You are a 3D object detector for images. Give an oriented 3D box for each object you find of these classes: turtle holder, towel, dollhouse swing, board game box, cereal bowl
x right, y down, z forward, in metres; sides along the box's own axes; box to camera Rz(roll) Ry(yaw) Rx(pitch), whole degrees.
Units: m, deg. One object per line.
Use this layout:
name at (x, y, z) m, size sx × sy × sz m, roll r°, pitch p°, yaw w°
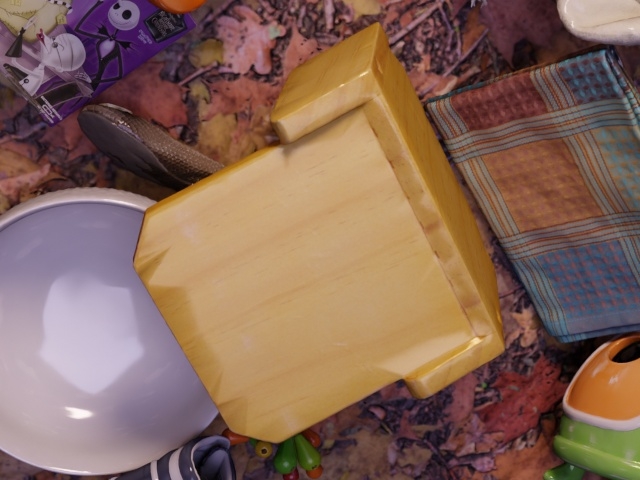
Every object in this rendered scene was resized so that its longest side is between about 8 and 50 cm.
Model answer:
turtle holder at (0.460, 0.239, 1.481) m, size 0.320 × 0.243 × 0.227 m, roll 16°, pitch 86°, yaw -5°
towel at (0.306, -0.039, 1.384) m, size 0.370 × 0.271 × 0.040 m, roll 57°, pitch 47°, yaw -19°
dollhouse swing at (0.000, 0.000, 1.328) m, size 0.305 × 0.315 × 0.347 m, roll -24°, pitch 109°, yaw 14°
board game box at (-0.305, -0.300, 1.226) m, size 0.208 × 0.056 × 0.347 m, roll -38°, pitch 130°, yaw -1°
cereal bowl at (-0.262, 0.094, 1.361) m, size 0.339 × 0.141 × 0.339 m, roll -3°, pitch 106°, yaw -9°

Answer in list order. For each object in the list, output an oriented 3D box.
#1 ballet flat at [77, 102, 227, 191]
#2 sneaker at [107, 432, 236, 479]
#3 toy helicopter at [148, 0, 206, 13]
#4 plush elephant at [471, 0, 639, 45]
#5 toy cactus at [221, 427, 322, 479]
ballet flat at (-0.165, -0.093, 1.367) m, size 0.250 × 0.084 × 0.058 m, roll 30°, pitch 66°, yaw -16°
sneaker at (-0.136, 0.312, 1.394) m, size 0.153 × 0.099 × 0.282 m, roll -29°, pitch 152°, yaw 12°
toy helicopter at (-0.076, -0.371, 1.216) m, size 0.355 × 0.140 × 0.235 m, roll -14°, pitch 121°, yaw -40°
plush elephant at (0.318, -0.350, 1.275) m, size 0.255 × 0.272 × 0.330 m, roll 23°, pitch 130°, yaw -2°
toy cactus at (-0.043, 0.198, 1.436) m, size 0.112 × 0.219 × 0.180 m, roll 1°, pitch 63°, yaw 14°
